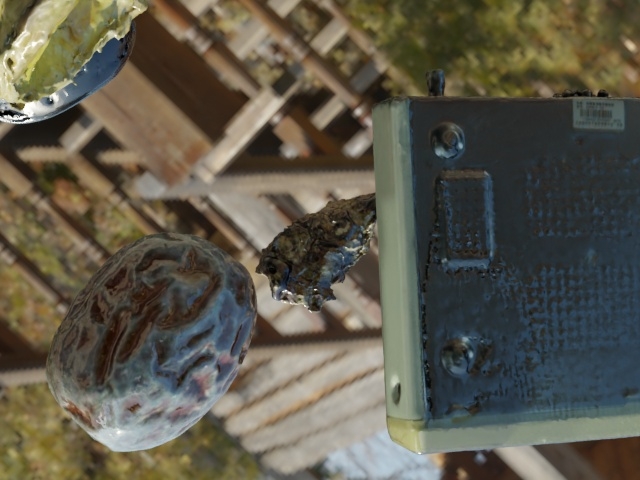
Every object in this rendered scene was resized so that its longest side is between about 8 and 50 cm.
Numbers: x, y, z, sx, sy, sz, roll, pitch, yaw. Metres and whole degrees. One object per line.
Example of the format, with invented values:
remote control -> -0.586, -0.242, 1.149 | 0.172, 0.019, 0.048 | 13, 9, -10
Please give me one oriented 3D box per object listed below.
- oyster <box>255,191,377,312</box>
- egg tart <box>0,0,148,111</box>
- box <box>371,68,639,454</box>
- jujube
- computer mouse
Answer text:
oyster -> 0.000, 0.000, 1.170 | 0.029, 0.086, 0.132 | 120, -6, -69
egg tart -> -0.179, -0.190, 0.968 | 0.212, 0.090, 0.212 | -54, 180, 0
box -> 0.163, 0.007, 0.760 | 0.045, 0.270, 0.210 | 170, -81, -71
jujube -> -0.231, 0.141, 1.854 | 0.308, 0.246, 0.215 | -64, -166, -14
computer mouse -> -0.332, -0.230, 1.701 | 0.233, 0.137, 0.096 | -31, -140, -11
